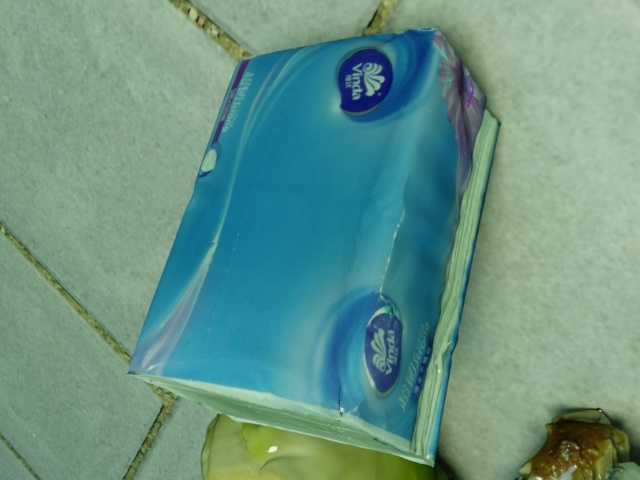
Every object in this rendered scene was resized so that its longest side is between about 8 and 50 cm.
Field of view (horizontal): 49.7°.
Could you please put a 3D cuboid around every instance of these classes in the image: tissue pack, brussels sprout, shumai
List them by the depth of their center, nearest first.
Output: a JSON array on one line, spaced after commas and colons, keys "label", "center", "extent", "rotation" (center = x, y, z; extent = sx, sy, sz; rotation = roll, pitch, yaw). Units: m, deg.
[{"label": "tissue pack", "center": [0.000, 0.000, 0.503], "extent": [0.198, 0.263, 0.146], "rotation": [1, 155, 36]}, {"label": "shumai", "center": [0.214, 0.201, 0.570], "extent": [0.145, 0.145, 0.116], "rotation": [-11, 83, 39]}, {"label": "brussels sprout", "center": [0.007, 0.238, 0.637], "extent": [0.227, 0.294, 0.259], "rotation": [-31, 70, 15]}]

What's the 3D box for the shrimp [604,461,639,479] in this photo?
[{"label": "shrimp", "center": [0.296, 0.072, 0.366], "extent": [0.166, 0.221, 0.410], "rotation": [43, 128, 37]}]
